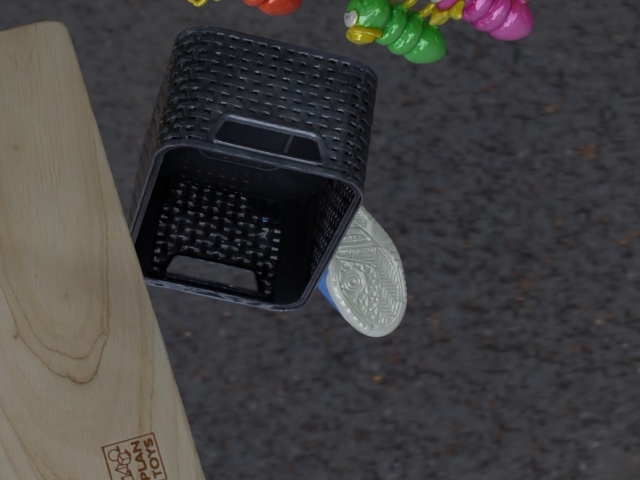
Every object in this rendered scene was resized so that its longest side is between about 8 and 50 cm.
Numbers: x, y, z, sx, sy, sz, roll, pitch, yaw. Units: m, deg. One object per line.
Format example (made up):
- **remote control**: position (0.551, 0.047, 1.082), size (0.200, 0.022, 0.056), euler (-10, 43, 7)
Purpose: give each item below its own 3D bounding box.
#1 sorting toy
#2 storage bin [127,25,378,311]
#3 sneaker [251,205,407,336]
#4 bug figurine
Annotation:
- **sorting toy**: position (-0.207, 0.055, 0.872), size (0.255, 0.089, 0.257), euler (-16, 69, -9)
- **storage bin**: position (-0.045, -0.039, 1.128), size (0.180, 0.122, 0.084), euler (118, 162, -61)
- **sneaker**: position (0.001, -0.001, 1.294), size (0.152, 0.058, 0.084), euler (56, 161, -6)
- **bug figurine**: position (0.037, -0.188, 1.327), size (0.279, 0.216, 0.072), euler (-10, 62, 59)
